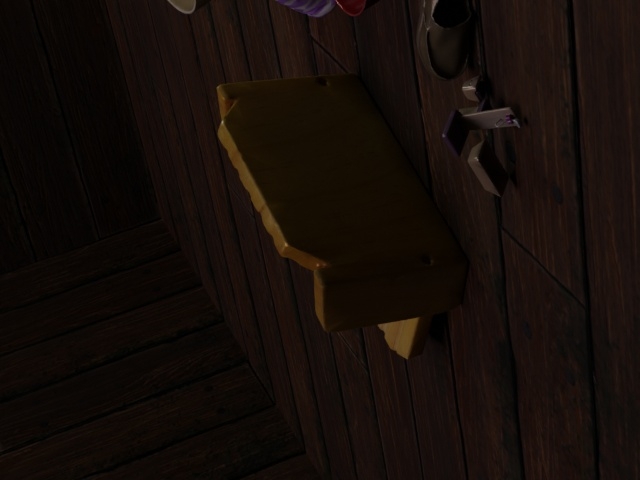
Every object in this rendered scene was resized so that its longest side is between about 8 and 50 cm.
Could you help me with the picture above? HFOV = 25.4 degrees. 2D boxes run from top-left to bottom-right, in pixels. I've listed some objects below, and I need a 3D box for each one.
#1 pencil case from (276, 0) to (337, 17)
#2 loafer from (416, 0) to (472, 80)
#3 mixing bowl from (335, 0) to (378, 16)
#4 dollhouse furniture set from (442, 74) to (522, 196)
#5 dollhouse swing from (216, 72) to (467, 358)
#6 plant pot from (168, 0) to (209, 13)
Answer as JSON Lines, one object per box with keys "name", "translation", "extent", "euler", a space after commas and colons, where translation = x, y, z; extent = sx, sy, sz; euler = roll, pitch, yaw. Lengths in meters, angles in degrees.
{"name": "pencil case", "translation": [-0.052, -0.354, 1.815], "extent": [0.088, 0.206, 0.086], "euler": [4, 80, 46]}
{"name": "loafer", "translation": [0.135, -0.234, 1.540], "extent": [0.050, 0.056, 0.148], "euler": [-118, 14, -54]}
{"name": "mixing bowl", "translation": [0.057, -0.352, 1.591], "extent": [0.181, 0.098, 0.181], "euler": [161, 90, -77]}
{"name": "dollhouse furniture set", "translation": [0.204, -0.113, 1.548], "extent": [0.081, 0.091, 0.114], "euler": [-5, 137, 35]}
{"name": "dollhouse swing", "translation": [0.000, 0.000, 1.957], "extent": [0.347, 0.315, 0.305], "euler": [62, 144, 29]}
{"name": "plant pot", "translation": [-0.178, -0.501, 2.063], "extent": [0.284, 0.191, 0.284], "euler": [52, 165, 21]}
